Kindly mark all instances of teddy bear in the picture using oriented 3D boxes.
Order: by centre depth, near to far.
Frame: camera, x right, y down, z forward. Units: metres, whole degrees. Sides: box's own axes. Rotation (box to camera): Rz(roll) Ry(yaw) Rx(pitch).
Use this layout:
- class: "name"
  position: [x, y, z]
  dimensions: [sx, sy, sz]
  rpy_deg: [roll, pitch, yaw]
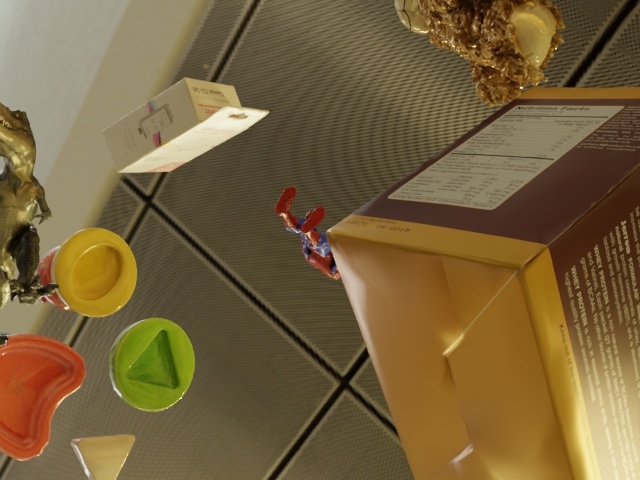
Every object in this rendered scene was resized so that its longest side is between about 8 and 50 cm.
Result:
- class: "teddy bear"
  position: [0.140, -0.249, 0.813]
  dimensions: [0.113, 0.338, 0.245]
  rpy_deg: [-38, -57, 12]

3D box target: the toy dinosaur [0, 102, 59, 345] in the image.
- class: "toy dinosaur"
  position: [-0.253, 0.017, 0.631]
  dimensions: [0.268, 0.064, 0.118]
  rpy_deg: [-58, -141, 40]

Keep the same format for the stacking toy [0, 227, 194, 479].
- class: "stacking toy"
  position: [-0.343, 0.170, 1.099]
  dimensions: [0.130, 0.309, 0.280]
  rpy_deg: [-6, -50, 46]

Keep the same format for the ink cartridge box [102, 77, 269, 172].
- class: "ink cartridge box"
  position: [-0.181, -0.161, 1.077]
  dimensions: [0.198, 0.115, 0.067]
  rpy_deg: [-24, -97, 27]

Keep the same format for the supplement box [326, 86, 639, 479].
- class: "supplement box"
  position: [0.139, 0.036, 0.455]
  dimensions: [0.129, 0.194, 0.191]
  rpy_deg: [12, -51, 50]

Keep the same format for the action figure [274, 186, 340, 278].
- class: "action figure"
  position: [0.000, 0.000, 0.527]
  dimensions: [0.038, 0.115, 0.030]
  rpy_deg: [31, -103, 20]
